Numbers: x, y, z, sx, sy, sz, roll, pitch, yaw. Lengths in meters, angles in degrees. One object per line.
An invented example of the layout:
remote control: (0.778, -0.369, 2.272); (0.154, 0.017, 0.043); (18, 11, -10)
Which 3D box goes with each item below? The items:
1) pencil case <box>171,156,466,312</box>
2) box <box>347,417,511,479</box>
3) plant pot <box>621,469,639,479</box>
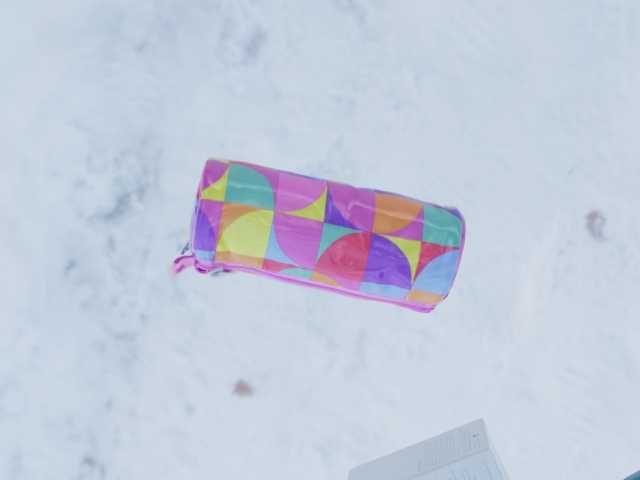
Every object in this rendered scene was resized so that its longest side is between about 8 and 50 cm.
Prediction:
pencil case: (0.000, 0.000, 1.002); (0.236, 0.104, 0.104); (9, 119, -6)
box: (0.131, 0.298, 1.341); (0.170, 0.091, 0.130); (-22, 101, 9)
plant pot: (0.230, 0.256, 0.524); (0.271, 0.255, 0.272); (1, 98, 4)
